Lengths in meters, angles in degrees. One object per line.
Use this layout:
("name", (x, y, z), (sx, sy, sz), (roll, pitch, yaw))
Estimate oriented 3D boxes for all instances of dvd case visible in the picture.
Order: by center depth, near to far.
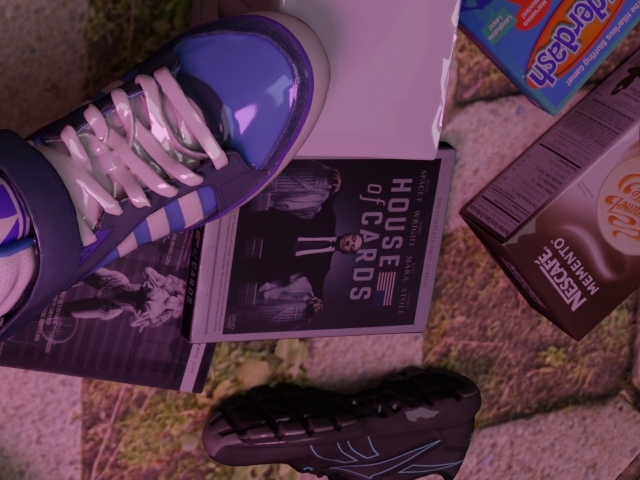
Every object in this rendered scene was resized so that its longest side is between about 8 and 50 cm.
("dvd case", (-0.182, 0.040, 1.537), (0.221, 0.018, 0.164), (10, 104, -25))
("dvd case", (0.000, 0.000, 1.578), (0.239, 0.029, 0.179), (-1, 110, -27))

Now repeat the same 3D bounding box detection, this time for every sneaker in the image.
("sneaker", (-0.159, -0.040, 1.253), (0.323, 0.236, 0.130), (-30, 91, 23))
("sneaker", (0.023, 0.187, 1.632), (0.267, 0.101, 0.106), (-4, 113, -21))

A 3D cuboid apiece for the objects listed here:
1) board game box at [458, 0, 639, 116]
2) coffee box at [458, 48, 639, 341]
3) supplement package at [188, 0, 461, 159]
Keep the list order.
("board game box", (0.184, -0.234, 1.566), (0.210, 0.047, 0.160), (40, 91, -30))
("coffee box", (0.269, -0.047, 1.643), (0.246, 0.098, 0.141), (-43, 119, -3))
("supplement package", (-0.002, -0.183, 1.420), (0.149, 0.203, 0.194), (0, 109, -23))
